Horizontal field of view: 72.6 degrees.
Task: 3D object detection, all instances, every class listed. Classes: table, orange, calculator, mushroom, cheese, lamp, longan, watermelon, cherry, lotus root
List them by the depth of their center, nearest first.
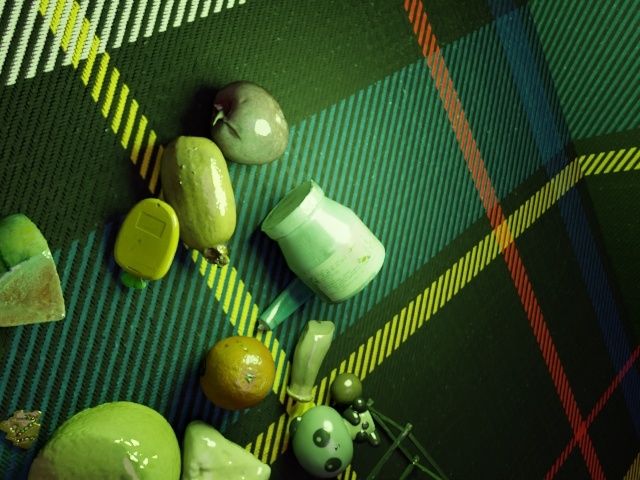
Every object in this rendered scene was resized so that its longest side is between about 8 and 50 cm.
[{"bbox_3d":[-0.652,0.094,0.884,0.262,0.212,0.201,-50,140,-29],"label":"watermelon"},{"bbox_3d":[-0.421,0.013,1.048,0.146,0.032,0.235,24,100,4],"label":"calculator"},{"bbox_3d":[-0.300,-0.092,1.089,0.151,0.169,0.343,-29,110,-73],"label":"lotus root"},{"bbox_3d":[-0.294,0.604,1.095,0.248,0.173,0.251,-49,113,-30],"label":"cheese"},{"bbox_3d":[-0.211,0.341,1.127,0.206,0.206,0.206,0,90,-30],"label":"orange"},{"bbox_3d":[-0.189,-0.305,1.143,0.266,0.183,0.213,26,64,-52],"label":"cherry"},{"bbox_3d":[0.038,0.569,1.269,0.243,0.198,0.198,-23,102,-9],"label":"lamp"},{"bbox_3d":[-0.034,0.348,1.289,0.096,0.108,0.247,16,77,12],"label":"mushroom"},{"bbox_3d":[0.079,0.466,1.355,0.113,0.092,0.113,-19,120,-37],"label":"longan"},{"bbox_3d":[0.218,0.740,1.361,0.272,0.222,0.335,-45,111,-20],"label":"table"}]

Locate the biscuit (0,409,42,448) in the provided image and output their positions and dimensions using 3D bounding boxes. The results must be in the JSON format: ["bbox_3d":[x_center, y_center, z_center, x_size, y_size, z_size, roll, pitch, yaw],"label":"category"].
[{"bbox_3d":[-0.666,0.424,0.974,0.082,0.016,0.092,-10,94,-30],"label":"biscuit"}]

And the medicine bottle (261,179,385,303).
[{"bbox_3d":[0.000,0.000,1.224,0.290,0.245,0.245,45,70,-20],"label":"medicine bottle"}]

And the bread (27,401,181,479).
[{"bbox_3d":[-0.467,0.530,0.967,0.320,0.237,0.321,1,84,-7],"label":"bread"}]

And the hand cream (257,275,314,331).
[{"bbox_3d":[-0.102,0.185,1.283,0.224,0.048,0.083,-41,110,-29],"label":"hand cream"}]

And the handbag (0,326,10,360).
[{"bbox_3d":[-0.788,0.243,0.867,0.246,0.080,0.223,17,82,-28],"label":"handbag"}]
